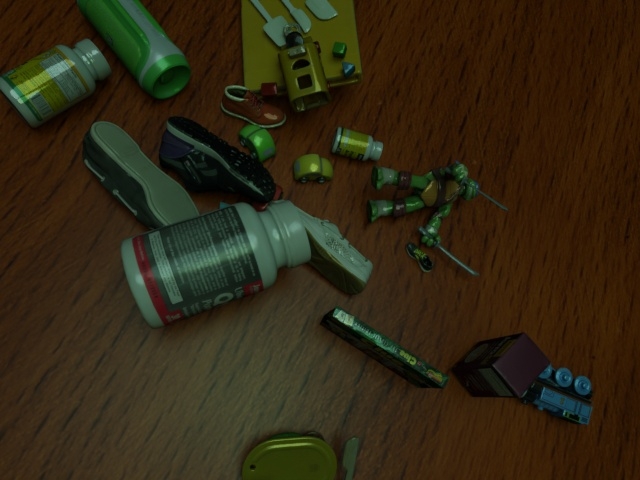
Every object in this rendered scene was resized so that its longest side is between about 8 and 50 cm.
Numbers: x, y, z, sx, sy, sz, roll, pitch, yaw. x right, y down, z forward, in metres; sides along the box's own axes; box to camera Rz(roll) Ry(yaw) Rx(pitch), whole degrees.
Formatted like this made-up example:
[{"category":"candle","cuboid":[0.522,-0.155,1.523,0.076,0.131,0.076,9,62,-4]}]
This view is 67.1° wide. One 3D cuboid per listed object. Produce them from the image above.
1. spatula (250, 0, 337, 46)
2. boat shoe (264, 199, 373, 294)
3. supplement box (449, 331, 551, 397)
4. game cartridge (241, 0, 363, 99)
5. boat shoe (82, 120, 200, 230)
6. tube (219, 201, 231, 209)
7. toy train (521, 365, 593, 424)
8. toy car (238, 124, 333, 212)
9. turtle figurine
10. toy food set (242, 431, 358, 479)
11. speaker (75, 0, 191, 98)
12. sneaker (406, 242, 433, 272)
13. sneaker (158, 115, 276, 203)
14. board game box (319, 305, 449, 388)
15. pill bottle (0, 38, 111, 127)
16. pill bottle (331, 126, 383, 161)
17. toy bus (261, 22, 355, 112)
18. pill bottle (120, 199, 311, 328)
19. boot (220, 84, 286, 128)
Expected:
[{"category":"spatula","cuboid":[-0.091,-0.589,1.182,0.168,0.019,0.242,-34,71,-1]},{"category":"boat shoe","cuboid":[0.000,0.000,1.064,0.277,0.098,0.096,42,51,-8]},{"category":"supplement box","cuboid":[0.366,0.262,1.003,0.104,0.188,0.080,-37,83,-20]},{"category":"game cartridge","cuboid":[-0.052,-0.514,1.190,0.286,0.052,0.323,-7,72,8]},{"category":"boat shoe","cuboid":[-0.377,-0.103,1.026,0.335,0.095,0.112,49,34,2]},{"category":"tube","cuboid":[-0.197,0.017,1.039,0.080,0.052,0.206,18,65,-21]},{"category":"toy train","cuboid":[0.515,0.333,1.074,0.184,0.080,0.105,23,75,-4]},{"category":"toy car","cuboid":[-0.109,-0.186,1.112,0.239,0.053,0.225,-35,81,-23]},{"category":"turtle figurine","cuboid":[0.251,-0.079,1.084,0.267,0.197,0.274,1,67,-6]},{"category":"toy food set","cuboid":[-0.042,0.426,0.936,0.218,0.071,0.128,1,97,-10]},{"category":"speaker","cuboid":[-0.427,-0.469,1.100,0.131,0.131,0.296,-37,83,-20]},{"category":"sneaker","cuboid":[0.236,0.035,1.129,0.031,0.035,0.083,-38,84,-21]},{"category":"sneaker","cuboid":[-0.227,-0.145,1.050,0.283,0.124,0.107,35,26,10]},{"category":"board game box","cuboid":[0.124,0.224,0.993,0.260,0.136,0.030,33,68,0]},{"category":"pill bottle","cuboid":[-0.565,-0.344,1.036,0.208,0.117,0.117,-41,85,-20]},{"category":"pill bottle","cuboid":[0.088,-0.229,1.166,0.117,0.065,0.065,13,71,-7]},{"category":"toy bus","cuboid":[-0.042,-0.391,1.070,0.202,0.104,0.190,30,90,9]},{"category":"pill bottle","cuboid":[-0.189,0.031,0.910,0.319,0.176,0.176,-20,78,-13]},{"category":"boot","cuboid":[-0.155,-0.314,1.133,0.158,0.084,0.059,13,69,-9]}]
